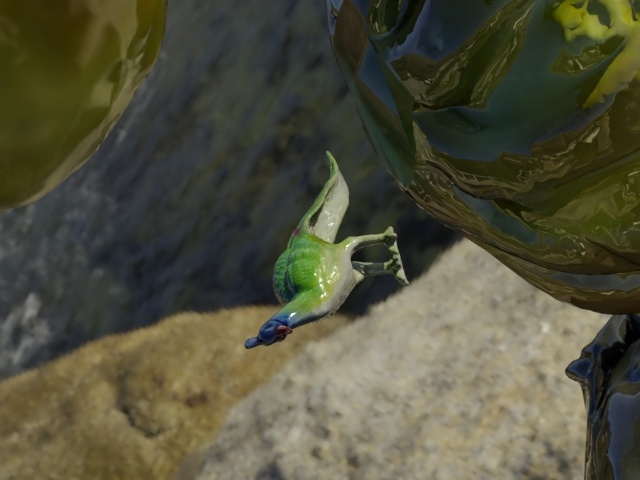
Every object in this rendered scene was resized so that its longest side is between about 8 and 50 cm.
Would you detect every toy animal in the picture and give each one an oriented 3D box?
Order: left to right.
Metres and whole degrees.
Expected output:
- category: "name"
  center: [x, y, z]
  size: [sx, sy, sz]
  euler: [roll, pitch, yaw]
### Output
- category: "toy animal"
  center: [0.016, -0.001, 0.846]
  size: [0.075, 0.041, 0.217]
  euler: [-4, 31, 16]

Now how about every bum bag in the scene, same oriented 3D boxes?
- category: "bum bag"
  center: [0.201, 0.170, 0.769]
  size: [0.326, 0.079, 0.142]
  euler: [-103, 16, -56]

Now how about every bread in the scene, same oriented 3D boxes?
- category: "bread"
  center: [0.092, -0.102, 0.588]
  size: [0.158, 0.261, 0.156]
  euler: [-28, -14, -12]

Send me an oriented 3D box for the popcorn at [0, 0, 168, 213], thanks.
- category: "popcorn"
  center: [-0.112, -0.202, 0.402]
  size: [0.292, 0.293, 0.334]
  euler: [81, 174, -49]
